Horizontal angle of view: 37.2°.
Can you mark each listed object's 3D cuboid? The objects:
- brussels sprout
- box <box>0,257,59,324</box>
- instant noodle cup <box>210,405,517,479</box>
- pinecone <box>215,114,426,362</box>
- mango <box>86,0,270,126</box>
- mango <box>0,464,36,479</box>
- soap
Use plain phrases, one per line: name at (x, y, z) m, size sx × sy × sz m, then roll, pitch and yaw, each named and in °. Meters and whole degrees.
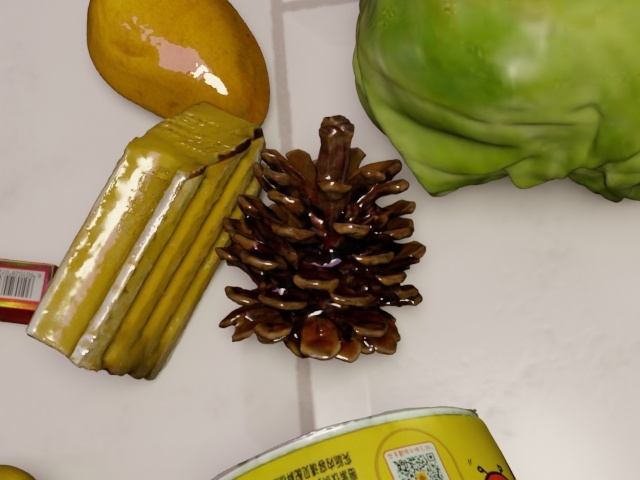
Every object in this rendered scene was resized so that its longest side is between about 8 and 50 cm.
brussels sprout at (0.229, -0.209, 0.764) m, size 0.426 × 0.361 × 0.342 m, roll -8°, pitch 78°, yaw 5°
box at (-0.317, 0.049, 0.908) m, size 0.175 × 0.112 × 0.048 m, roll 5°, pitch 76°, yaw 11°
instant noodle cup at (0.050, 0.287, 0.696) m, size 0.326 × 0.325 × 0.254 m, roll -20°, pitch 62°, yaw 3°
pinecone at (0.000, -0.001, 0.844) m, size 0.186 × 0.168 × 0.212 m, roll 1°, pitch 87°, yaw -5°
mango at (-0.143, -0.186, 0.951) m, size 0.147 × 0.109 × 0.227 m, roll -37°, pitch 78°, yaw -17°
mango at (-0.375, 0.315, 0.804) m, size 0.332 × 0.195 × 0.142 m, roll -38°, pitch 93°, yaw -18°
soap at (-0.142, -0.005, 0.859) m, size 0.080 × 0.160 × 0.257 m, roll 27°, pitch 85°, yaw 17°
